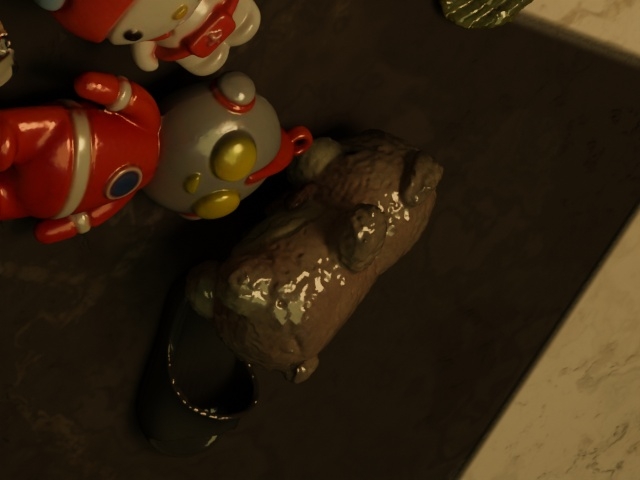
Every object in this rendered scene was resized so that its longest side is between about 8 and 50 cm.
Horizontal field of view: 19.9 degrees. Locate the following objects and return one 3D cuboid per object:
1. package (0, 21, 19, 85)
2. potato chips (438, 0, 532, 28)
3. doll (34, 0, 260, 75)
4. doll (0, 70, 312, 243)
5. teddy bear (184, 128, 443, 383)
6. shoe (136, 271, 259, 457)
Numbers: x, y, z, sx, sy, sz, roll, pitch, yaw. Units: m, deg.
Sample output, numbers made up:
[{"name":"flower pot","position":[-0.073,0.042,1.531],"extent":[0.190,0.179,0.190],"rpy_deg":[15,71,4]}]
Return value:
[{"name":"package","position":[-0.329,-0.185,1.457],"extent":[0.166,0.040,0.232],"rpy_deg":[-21,134,-21]},{"name":"potato chips","position":[0.201,-0.284,1.781],"extent":[0.207,0.028,0.092],"rpy_deg":[-44,122,0]},{"name":"doll","position":[-0.158,-0.232,1.476],"extent":[0.161,0.130,0.290],"rpy_deg":[-41,142,9]},{"name":"doll","position":[-0.153,-0.073,1.635],"extent":[0.336,0.105,0.200],"rpy_deg":[-7,139,-32]},{"name":"teddy bear","position":[0.000,0.001,1.743],"extent":[0.151,0.236,0.267],"rpy_deg":[42,72,-19]},{"name":"shoe","position":[-0.116,0.143,1.864],"extent":[0.108,0.093,0.241],"rpy_deg":[-12,129,-32]}]
